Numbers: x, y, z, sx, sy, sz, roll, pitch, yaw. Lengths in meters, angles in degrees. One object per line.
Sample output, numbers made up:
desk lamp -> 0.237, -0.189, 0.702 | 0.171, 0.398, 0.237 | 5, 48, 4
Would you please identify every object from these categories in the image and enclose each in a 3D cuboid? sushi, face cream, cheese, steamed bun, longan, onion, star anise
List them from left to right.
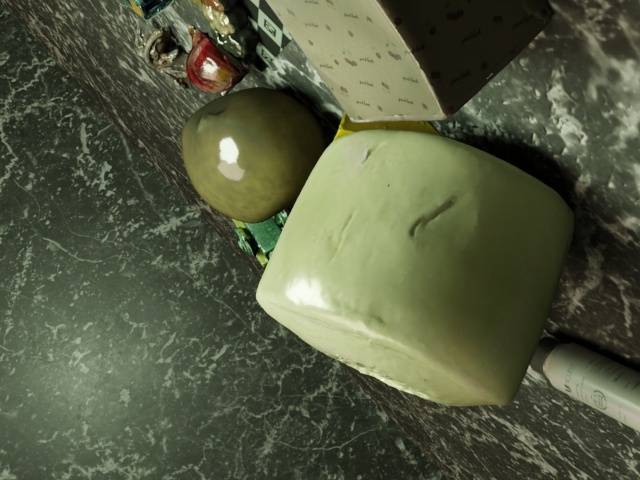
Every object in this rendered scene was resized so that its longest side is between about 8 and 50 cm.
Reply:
star anise -> -0.390, -0.460, 2.142 | 0.209, 0.089, 0.231 | 30, 172, 29
onion -> -0.232, -0.362, 1.792 | 0.151, 0.098, 0.206 | 39, -171, -11
sushi -> -0.203, -0.452, 1.633 | 0.320, 0.069, 0.339 | 49, 166, -10
longan -> -0.131, -0.176, 1.753 | 0.288, 0.288, 0.350 | 50, 159, -14
cheese -> 0.121, -0.185, 1.419 | 0.171, 0.126, 0.093 | 24, 163, 0
steamed bun -> 0.119, 0.018, 1.295 | 0.455, 0.371, 0.290 | 12, 166, 43
face cream -> 0.466, 0.236, 1.506 | 0.311, 0.092, 0.092 | 27, 156, 56

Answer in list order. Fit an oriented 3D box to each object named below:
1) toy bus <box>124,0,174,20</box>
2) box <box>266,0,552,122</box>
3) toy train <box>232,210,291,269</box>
toy bus -> -0.394, -0.569, 1.841 | 0.103, 0.091, 0.182 | 39, 163, 36
box -> 0.067, -0.305, 0.978 | 0.297, 0.190, 0.225 | 51, 166, -21
toy train -> -0.193, -0.086, 2.382 | 0.397, 0.160, 0.253 | 56, 173, 18
